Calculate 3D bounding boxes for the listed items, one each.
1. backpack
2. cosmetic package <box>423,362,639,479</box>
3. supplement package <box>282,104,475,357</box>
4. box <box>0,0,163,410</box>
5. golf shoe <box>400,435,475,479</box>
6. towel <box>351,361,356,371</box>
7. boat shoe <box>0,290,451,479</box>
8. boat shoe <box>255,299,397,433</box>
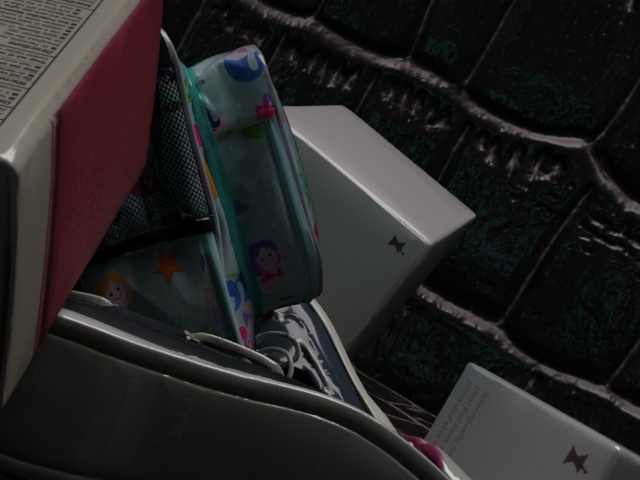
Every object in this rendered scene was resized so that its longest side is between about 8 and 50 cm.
[{"bbox_3d":[-0.101,-0.006,0.930,0.191,0.253,0.225,-10,3,-8],"label":"backpack"},{"bbox_3d":[0.170,0.208,1.071,0.183,0.151,0.151,32,-2,-44],"label":"cosmetic package"},{"bbox_3d":[0.000,0.000,1.264,0.175,0.177,0.293,40,12,6],"label":"supplement package"},{"bbox_3d":[-0.174,-0.048,0.673,0.148,0.127,0.232,12,31,4],"label":"box"},{"bbox_3d":[0.117,0.203,0.826,0.140,0.115,0.306,33,0,-21],"label":"golf shoe"},{"bbox_3d":[-0.107,0.057,1.249,0.248,0.038,0.325,42,14,13],"label":"towel"},{"bbox_3d":[-0.052,0.102,0.744,0.302,0.114,0.091,30,5,-11],"label":"boat shoe"},{"bbox_3d":[-0.030,0.108,1.044,0.079,0.095,0.254,1,51,-58],"label":"boat shoe"}]
